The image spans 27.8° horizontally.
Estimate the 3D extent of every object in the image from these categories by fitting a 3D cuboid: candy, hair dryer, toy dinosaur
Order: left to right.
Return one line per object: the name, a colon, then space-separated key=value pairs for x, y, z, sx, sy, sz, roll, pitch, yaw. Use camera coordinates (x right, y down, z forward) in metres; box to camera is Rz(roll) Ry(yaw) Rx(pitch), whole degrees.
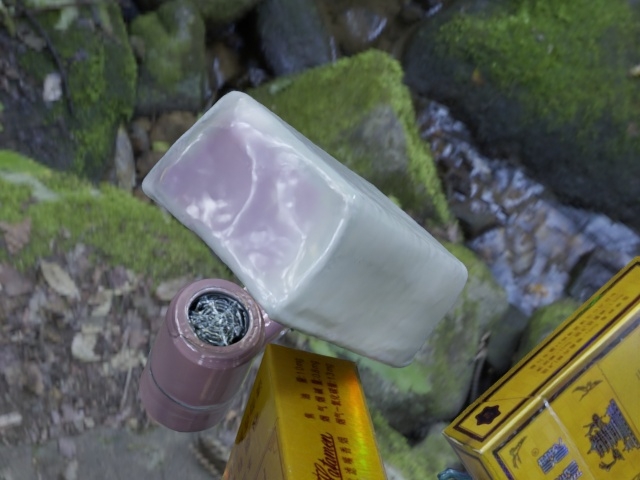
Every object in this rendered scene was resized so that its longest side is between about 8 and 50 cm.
hair dryer: x=-0.071 y=0.087 z=1.668 sx=0.125 sy=0.210 sz=0.352 roll=46 pitch=56 yaw=12
candy: x=0.000 y=-0.003 z=1.311 sx=0.208 sy=0.358 sz=0.145 roll=42 pitch=96 yaw=29
toy dinosaur: x=0.221 y=0.295 z=1.578 sx=0.045 sy=0.197 sz=0.080 roll=57 pitch=44 yaw=-27

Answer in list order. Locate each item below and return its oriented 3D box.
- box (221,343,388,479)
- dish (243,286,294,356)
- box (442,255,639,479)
box: x=-0.022 y=0.321 z=1.283 sx=0.115 sy=0.264 sz=0.415 roll=14 pitch=25 yaw=-14
dish: x=-0.095 y=0.117 z=1.842 sx=0.213 sy=0.213 sz=0.090 roll=-39 pitch=88 yaw=-21
box: x=0.300 y=0.186 z=1.383 sx=0.301 sy=0.084 sz=0.193 roll=-39 pitch=111 yaw=-14
